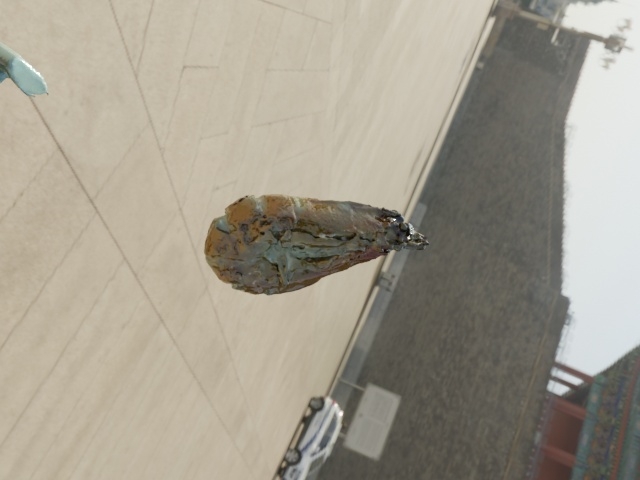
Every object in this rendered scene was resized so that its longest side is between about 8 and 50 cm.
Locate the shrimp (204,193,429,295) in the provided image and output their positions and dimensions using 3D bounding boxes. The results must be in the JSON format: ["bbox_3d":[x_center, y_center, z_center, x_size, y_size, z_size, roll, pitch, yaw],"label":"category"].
[{"bbox_3d":[0.000,0.000,0.482,0.043,0.184,0.091,-117,-155,-55],"label":"shrimp"}]

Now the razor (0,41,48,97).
[{"bbox_3d":[-0.270,-0.017,0.422,0.056,0.111,0.277,-15,134,-58],"label":"razor"}]
